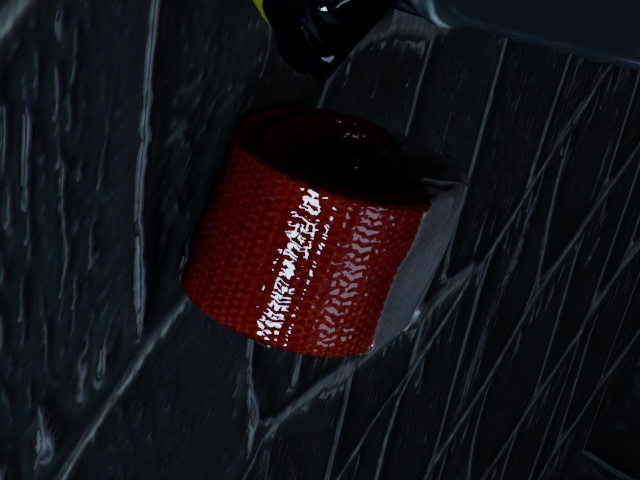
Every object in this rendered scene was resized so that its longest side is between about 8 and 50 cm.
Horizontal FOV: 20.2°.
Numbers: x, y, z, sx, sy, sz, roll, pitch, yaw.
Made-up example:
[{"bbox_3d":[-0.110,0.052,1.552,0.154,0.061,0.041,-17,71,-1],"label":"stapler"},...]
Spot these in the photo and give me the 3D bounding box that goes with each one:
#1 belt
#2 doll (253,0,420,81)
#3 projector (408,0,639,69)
[{"bbox_3d":[0.000,0.000,1.049,0.201,0.128,0.124,-25,140,-66],"label":"belt"},{"bbox_3d":[-0.006,-0.161,0.887,0.127,0.088,0.249,-43,157,12],"label":"doll"},{"bbox_3d":[0.192,-0.341,0.836,0.395,0.242,0.405,92,14,-49],"label":"projector"}]
